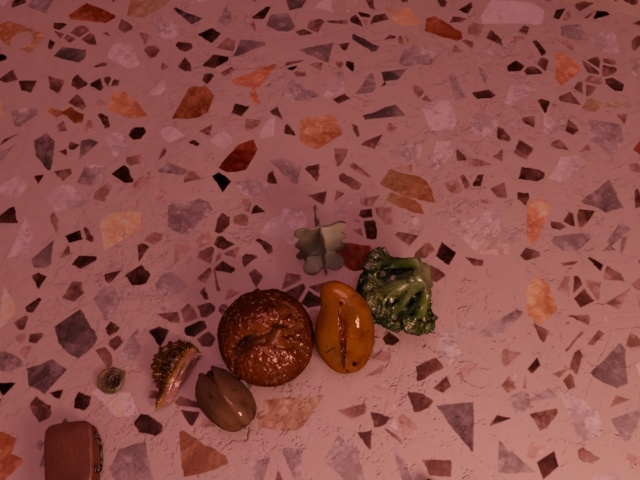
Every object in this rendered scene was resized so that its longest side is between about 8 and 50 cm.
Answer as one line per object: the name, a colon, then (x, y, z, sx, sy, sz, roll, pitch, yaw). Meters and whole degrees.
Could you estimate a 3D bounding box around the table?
table: (0.000, 0.000, 2.076, 0.166, 0.198, 0.167, 0, 62, 1)

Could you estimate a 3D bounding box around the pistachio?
pistachio: (-0.274, 0.446, 1.880, 0.137, 0.153, 0.237, -29, 35, -24)

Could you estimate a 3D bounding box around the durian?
durian: (-0.446, 0.386, 1.945, 0.140, 0.078, 0.225, 11, 61, 7)

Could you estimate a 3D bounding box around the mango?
mango: (0.066, 0.257, 1.897, 0.176, 0.295, 0.120, 1, 31, 13)

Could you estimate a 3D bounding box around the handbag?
handbag: (-0.685, 0.602, 1.840, 0.151, 0.072, 0.194, -13, 60, -6)

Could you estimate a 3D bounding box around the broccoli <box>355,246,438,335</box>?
broccoli: (0.239, 0.148, 1.972, 0.265, 0.245, 0.295, -31, 92, -44)

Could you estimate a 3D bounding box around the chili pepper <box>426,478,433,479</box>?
chili pepper: (0.215, 0.791, 1.727, 0.085, 0.076, 0.359, 44, 68, -6)

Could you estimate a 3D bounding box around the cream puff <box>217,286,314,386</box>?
cream puff: (-0.157, 0.275, 1.927, 0.302, 0.212, 0.303, 1, 63, -3)

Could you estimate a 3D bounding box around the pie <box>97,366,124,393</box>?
pie: (-0.625, 0.415, 1.967, 0.085, 0.017, 0.085, 0, 61, 1)
